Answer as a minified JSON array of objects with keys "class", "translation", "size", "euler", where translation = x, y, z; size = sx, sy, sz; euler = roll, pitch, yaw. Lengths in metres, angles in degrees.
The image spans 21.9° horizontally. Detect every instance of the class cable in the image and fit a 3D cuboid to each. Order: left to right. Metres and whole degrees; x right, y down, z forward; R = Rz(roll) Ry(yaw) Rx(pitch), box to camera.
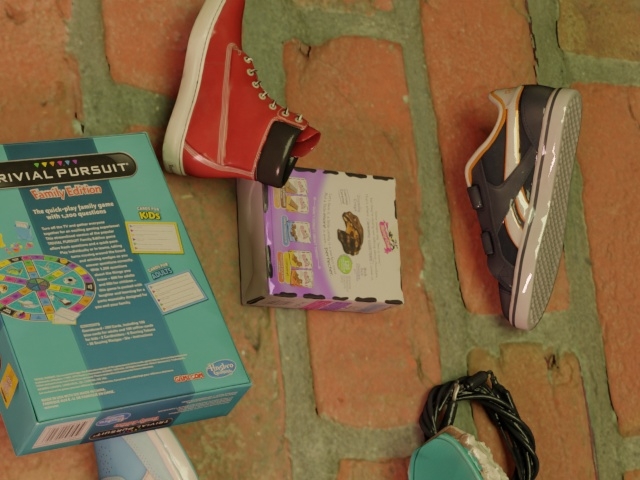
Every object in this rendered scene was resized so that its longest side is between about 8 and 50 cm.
[{"class":"cable","translation":[0.203,0.262,2.094],"size":[0.150,0.047,0.185],"euler":[-19,88,-35]}]

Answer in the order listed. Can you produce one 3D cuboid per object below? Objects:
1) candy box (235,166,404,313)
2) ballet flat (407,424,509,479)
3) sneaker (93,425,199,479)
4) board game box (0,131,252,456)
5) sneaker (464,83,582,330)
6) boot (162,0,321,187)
[{"class":"candy box","translation":[0.000,0.000,2.022],"size":[0.196,0.070,0.165],"euler":[6,73,-31]},{"class":"ballet flat","translation":[0.215,0.416,2.026],"size":[0.147,0.147,0.409],"euler":[-17,91,-35]},{"class":"sneaker","translation":[-0.223,0.334,1.749],"size":[0.208,0.127,0.319],"euler":[-17,86,-37]},{"class":"board game box","translation":[-0.253,0.048,1.777],"size":[0.253,0.079,0.336],"euler":[-7,61,-34]},{"class":"sneaker","translation":[0.258,-0.047,2.183],"size":[0.126,0.127,0.321],"euler":[-2,102,-67]},{"class":"boot","translation":[-0.075,-0.182,1.963],"size":[0.176,0.088,0.244],"euler":[8,74,11]}]
